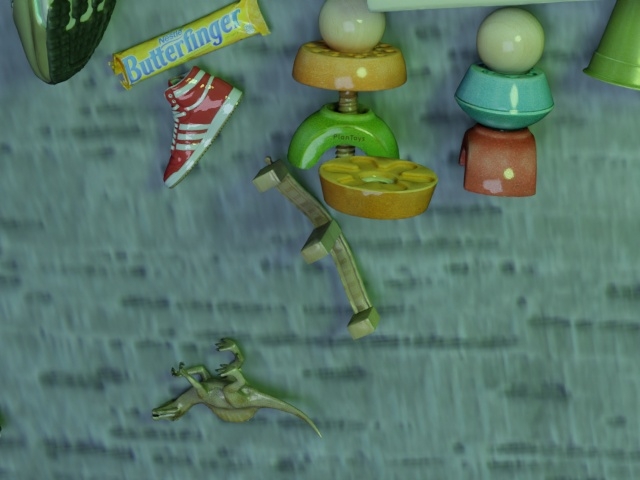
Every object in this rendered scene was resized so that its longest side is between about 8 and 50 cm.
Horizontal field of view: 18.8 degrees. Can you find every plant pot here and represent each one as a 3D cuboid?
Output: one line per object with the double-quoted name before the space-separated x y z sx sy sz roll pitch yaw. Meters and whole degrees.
"plant pot" 0.274 -0.174 1.659 0.083 0.083 0.079 13 104 8

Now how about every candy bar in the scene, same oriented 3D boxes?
"candy bar" -0.122 -0.181 1.783 0.161 0.018 0.040 -20 107 21

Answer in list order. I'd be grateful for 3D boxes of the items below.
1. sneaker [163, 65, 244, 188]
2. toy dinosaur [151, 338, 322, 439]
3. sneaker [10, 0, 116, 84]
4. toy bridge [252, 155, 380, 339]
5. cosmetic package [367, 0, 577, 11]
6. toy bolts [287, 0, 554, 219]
"sneaker" -0.129 -0.109 1.804 0.067 0.042 0.118 34 110 -7
"toy dinosaur" -0.084 0.148 1.915 0.183 0.053 0.092 1 130 22
"sneaker" -0.293 -0.337 1.701 0.182 0.158 0.410 -3 106 27
"toy bridge" 0.000 0.000 1.809 0.026 0.063 0.188 -27 104 23
"cosmetic package" 0.185 -0.283 1.597 0.296 0.129 0.153 0 115 14
"toy bolts" 0.094 -0.123 1.667 0.228 0.218 0.158 2 109 -6
